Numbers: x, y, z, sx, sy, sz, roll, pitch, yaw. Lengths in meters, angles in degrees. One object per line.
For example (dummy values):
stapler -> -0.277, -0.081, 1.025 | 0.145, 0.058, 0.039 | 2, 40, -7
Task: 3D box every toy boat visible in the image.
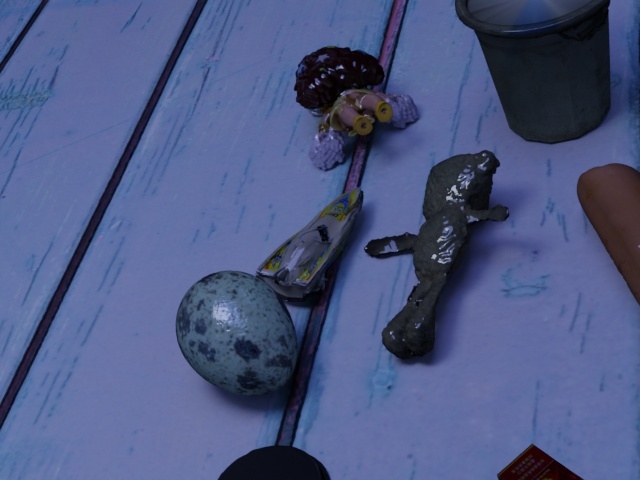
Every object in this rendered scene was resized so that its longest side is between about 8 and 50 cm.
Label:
toy boat -> 0.000, 0.000, 1.488 | 0.084, 0.066, 0.210 | 11, 48, 33

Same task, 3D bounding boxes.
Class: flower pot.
flower pot -> 0.305, -0.255, 1.531 | 0.212, 0.203, 0.212 | -15, 39, 12

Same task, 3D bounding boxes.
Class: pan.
pan -> -0.093, 0.298, 1.208 | 0.235, 0.028, 0.136 | -38, 40, -19

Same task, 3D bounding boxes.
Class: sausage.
sausage -> 0.365, 0.009, 1.286 | 0.086, 0.086, 0.289 | -20, 37, 3

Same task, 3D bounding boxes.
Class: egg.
egg -> -0.095, 0.110, 1.350 | 0.132, 0.132, 0.172 | -35, 51, -16

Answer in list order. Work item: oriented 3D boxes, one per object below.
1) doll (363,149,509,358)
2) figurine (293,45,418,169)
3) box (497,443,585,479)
doll -> 0.151, 0.007, 1.391 | 0.203, 0.091, 0.286 | -47, 19, 23
figurine -> 0.039, -0.203, 1.668 | 0.174, 0.116, 0.240 | -28, 39, -6
box -> 0.220, 0.240, 1.131 | 0.051, 0.023, 0.082 | -38, 41, -18
